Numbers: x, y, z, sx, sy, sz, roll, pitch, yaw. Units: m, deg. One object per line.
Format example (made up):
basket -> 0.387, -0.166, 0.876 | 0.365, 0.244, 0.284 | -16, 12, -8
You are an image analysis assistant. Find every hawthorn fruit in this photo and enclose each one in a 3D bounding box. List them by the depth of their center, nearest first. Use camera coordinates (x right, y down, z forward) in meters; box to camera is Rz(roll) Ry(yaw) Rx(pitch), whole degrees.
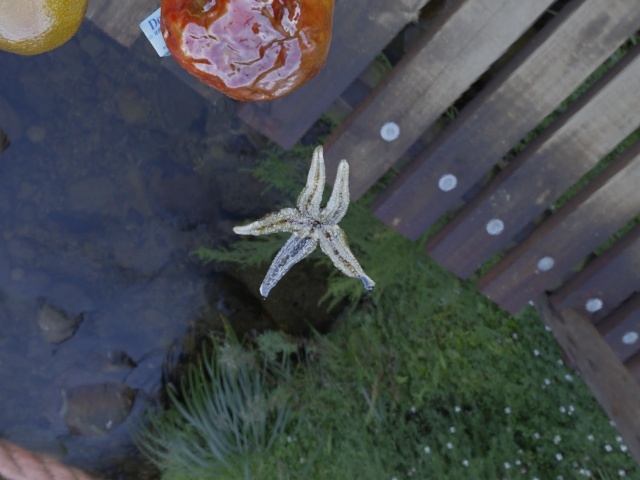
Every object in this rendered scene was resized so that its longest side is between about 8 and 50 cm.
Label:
hawthorn fruit -> -0.103, -0.266, 0.815 | 0.207, 0.207, 0.243 | -41, 168, 22

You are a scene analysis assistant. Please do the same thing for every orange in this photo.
orange -> -0.561, -0.485, 1.305 | 0.264, 0.264, 0.264 | -6, 131, -7

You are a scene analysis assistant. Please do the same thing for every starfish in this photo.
starfish -> -0.002, -0.002, 0.585 | 0.133, 0.041, 0.130 | -40, 122, 15

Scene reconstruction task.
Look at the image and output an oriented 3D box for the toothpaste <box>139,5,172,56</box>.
toothpaste -> -0.209, -0.497, 1.398 | 0.336, 0.067, 0.081 | -31, 97, 20
